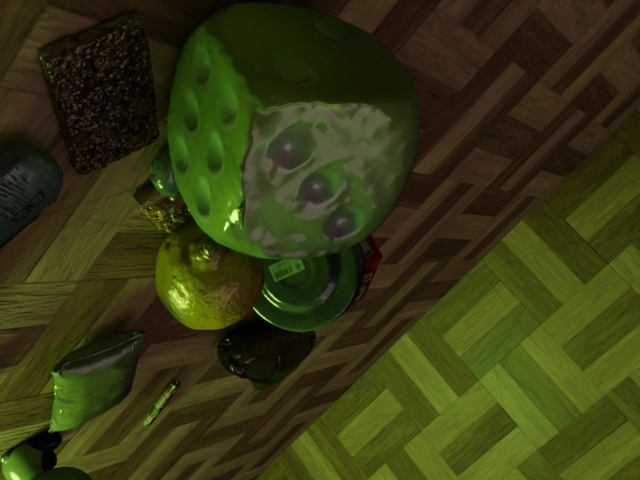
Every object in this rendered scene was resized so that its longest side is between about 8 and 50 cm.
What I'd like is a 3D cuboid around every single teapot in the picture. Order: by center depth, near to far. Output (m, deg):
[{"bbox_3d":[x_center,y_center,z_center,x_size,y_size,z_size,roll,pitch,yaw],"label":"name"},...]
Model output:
[{"bbox_3d":[-0.022,0.005,1.516,0.240,0.321,0.239,-3,-176,13],"label":"teapot"}]

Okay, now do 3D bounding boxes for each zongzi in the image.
[{"bbox_3d":[-0.179,0.328,1.936,0.286,0.138,0.300,-9,146,-49],"label":"zongzi"}]

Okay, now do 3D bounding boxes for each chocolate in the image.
[{"bbox_3d":[0.022,0.099,1.844,0.237,0.108,0.234,-26,154,-29],"label":"chocolate"}]

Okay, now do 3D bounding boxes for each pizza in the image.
[{"bbox_3d":[-0.229,-0.057,1.196,0.131,0.041,0.178,-49,157,27],"label":"pizza"}]

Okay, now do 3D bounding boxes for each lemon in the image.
[{"bbox_3d":[-0.188,0.056,1.286,0.188,0.188,0.256,-34,164,-14],"label":"lemon"}]

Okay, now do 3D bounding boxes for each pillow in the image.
[{"bbox_3d":[-0.439,0.274,1.471,0.185,0.075,0.302,-22,156,-33],"label":"pillow"}]

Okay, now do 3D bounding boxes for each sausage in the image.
[{"bbox_3d":[-0.394,0.405,1.875,0.025,0.028,0.198,13,128,-36],"label":"sausage"}]

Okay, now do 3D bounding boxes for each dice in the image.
[{"bbox_3d":[-0.038,-0.140,0.975,0.250,0.254,0.252,-6,134,-30],"label":"dice"}]

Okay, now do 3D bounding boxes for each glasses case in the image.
[{"bbox_3d":[-0.434,-0.013,0.905,0.282,0.067,0.109,-40,157,-2],"label":"glasses case"}]

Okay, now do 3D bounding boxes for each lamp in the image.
[{"bbox_3d":[-0.561,0.532,1.554,0.198,0.244,0.197,-29,153,-16],"label":"lamp"}]

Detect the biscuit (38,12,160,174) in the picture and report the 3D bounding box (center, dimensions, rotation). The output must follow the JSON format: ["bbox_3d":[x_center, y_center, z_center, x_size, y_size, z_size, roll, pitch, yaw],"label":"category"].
[{"bbox_3d":[-0.263,-0.171,0.930,0.131,0.025,0.231,-32,158,-21],"label":"biscuit"}]

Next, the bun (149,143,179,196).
[{"bbox_3d":[-0.219,-0.104,1.100,0.083,0.045,0.083,21,90,-79],"label":"bun"}]
